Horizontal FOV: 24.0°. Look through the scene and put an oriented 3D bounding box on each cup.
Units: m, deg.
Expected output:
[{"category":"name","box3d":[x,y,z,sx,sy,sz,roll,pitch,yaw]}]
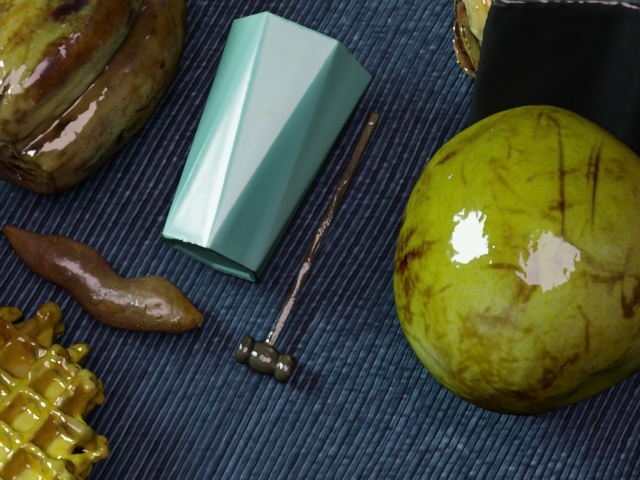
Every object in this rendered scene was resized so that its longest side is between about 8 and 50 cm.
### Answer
[{"category":"cup","box3d":[-0.058,-0.084,1.460,0.148,0.134,0.236,20,80,6]}]

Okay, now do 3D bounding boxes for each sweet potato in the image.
[{"category":"sweet potato","box3d":[-0.216,0.043,1.459,0.218,0.051,0.065,24,81,4]}]

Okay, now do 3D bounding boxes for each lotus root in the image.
[{"category":"lotus root","box3d":[-0.231,-0.183,1.450,0.193,0.193,0.291,29,73,5]}]

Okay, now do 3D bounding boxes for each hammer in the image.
[{"category":"hammer","box3d":[0.000,0.000,1.492,0.058,0.029,0.292,24,75,2]}]

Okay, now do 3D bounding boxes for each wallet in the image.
[{"category":"wallet","box3d":[0.303,-0.133,1.436,0.322,0.247,0.041,2,47,-3]}]

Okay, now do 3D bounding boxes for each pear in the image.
[{"category":"pear","box3d":[0.195,0.019,1.377,0.283,0.283,0.284,0,77,-2]}]

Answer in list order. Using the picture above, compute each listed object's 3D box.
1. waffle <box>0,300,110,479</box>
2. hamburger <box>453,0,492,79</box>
[{"category":"waffle","box3d":[-0.321,0.170,1.363,0.259,0.069,0.293,-2,53,-2]},{"category":"hamburger","box3d":[0.250,-0.252,1.489,0.244,0.163,0.244,1,79,-4]}]
